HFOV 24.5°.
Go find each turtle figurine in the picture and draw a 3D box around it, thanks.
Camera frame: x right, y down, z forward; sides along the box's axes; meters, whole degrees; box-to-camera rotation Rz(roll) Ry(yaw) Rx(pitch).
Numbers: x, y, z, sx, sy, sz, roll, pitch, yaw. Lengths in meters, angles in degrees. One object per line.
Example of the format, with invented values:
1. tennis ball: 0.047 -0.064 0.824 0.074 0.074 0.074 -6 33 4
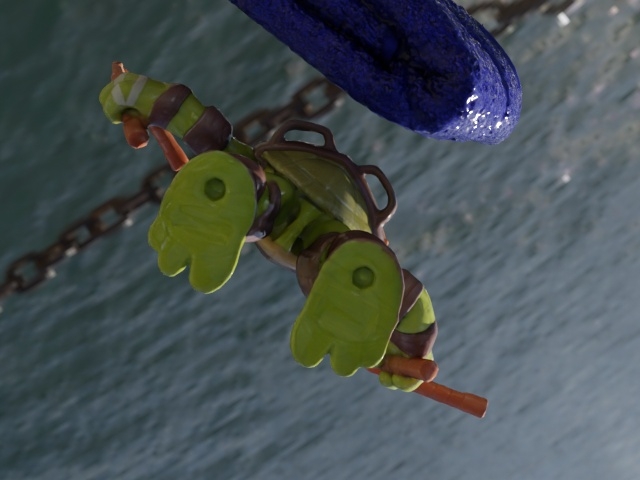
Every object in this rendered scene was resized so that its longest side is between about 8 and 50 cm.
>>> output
1. turtle figurine: 0.000 0.000 0.700 0.087 0.269 0.217 -44 -175 7

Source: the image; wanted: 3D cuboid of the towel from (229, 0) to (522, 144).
1. towel: 0.016 -0.142 0.804 0.076 0.228 0.308 -53 173 10
